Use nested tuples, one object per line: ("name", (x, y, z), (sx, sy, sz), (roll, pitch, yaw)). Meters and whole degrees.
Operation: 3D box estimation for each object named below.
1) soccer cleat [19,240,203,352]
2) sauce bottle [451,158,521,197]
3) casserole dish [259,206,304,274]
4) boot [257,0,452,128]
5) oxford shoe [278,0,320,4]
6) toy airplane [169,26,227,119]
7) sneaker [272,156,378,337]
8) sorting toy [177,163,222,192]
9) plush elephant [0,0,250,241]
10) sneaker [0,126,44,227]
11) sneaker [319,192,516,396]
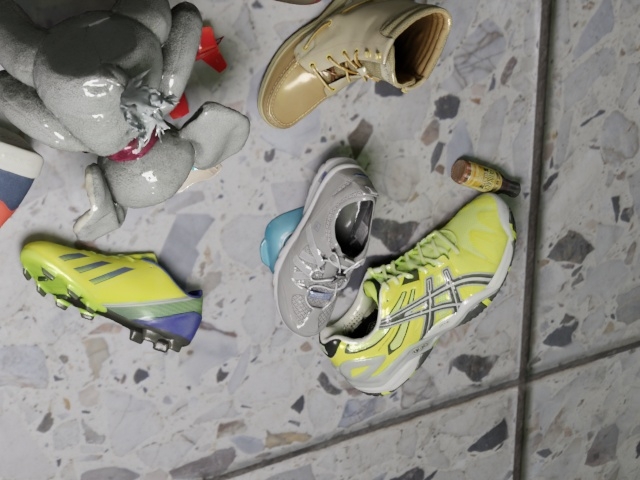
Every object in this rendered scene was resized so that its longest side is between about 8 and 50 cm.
("soccer cleat", (-0.289, 0.058, 1.617), (0.289, 0.093, 0.121), (31, 68, -32))
("sauce bottle", (0.267, -0.097, 1.841), (0.128, 0.042, 0.042), (13, 109, -33))
("casserole dish", (0.000, 0.000, 1.754), (0.188, 0.037, 0.114), (-18, 122, -18))
("boot", (0.043, -0.233, 1.546), (0.262, 0.203, 0.095), (-46, 126, -1))
("oxford shoe", (-0.138, -0.413, 1.435), (0.348, 0.123, 0.130), (19, 79, -33))
("toy airplane", (-0.189, -0.233, 1.534), (0.151, 0.028, 0.151), (-12, 119, -22))
("sneaker", (0.009, 0.024, 1.675), (0.105, 0.115, 0.281), (3, 114, -29))
("sorting toy", (-0.194, -0.103, 1.595), (0.075, 0.045, 0.083), (-47, 128, 11))
("plush elephant", (-0.241, -0.155, 1.403), (0.272, 0.330, 0.255), (-25, 142, -14))
("sneaker", (-0.510, -0.098, 1.372), (0.350, 0.131, 0.148), (22, 100, -35))
("sneaker", (0.158, 0.076, 1.812), (0.147, 0.145, 0.384), (37, 93, -37))
